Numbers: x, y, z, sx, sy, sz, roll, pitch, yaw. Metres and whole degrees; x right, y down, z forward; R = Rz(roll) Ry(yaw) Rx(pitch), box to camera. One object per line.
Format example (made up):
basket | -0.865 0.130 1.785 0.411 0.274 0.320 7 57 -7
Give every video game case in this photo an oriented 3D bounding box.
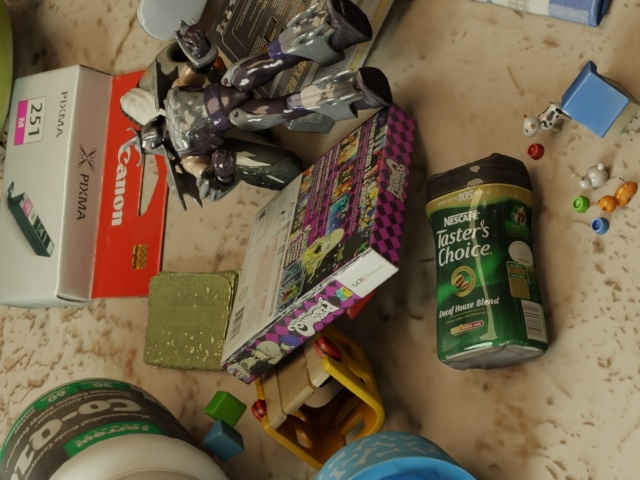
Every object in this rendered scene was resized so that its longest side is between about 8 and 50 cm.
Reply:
video game case | 0.000 0.000 1.731 0.210 0.042 0.232 -39 24 31

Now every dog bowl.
dog bowl | 0.031 0.296 1.621 0.297 0.166 0.074 -59 24 17

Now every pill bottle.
pill bottle | -0.186 0.263 1.719 0.361 0.204 0.204 -154 81 -71

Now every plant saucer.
plant saucer | -0.414 -0.204 2.224 0.241 0.037 0.241 -178 90 -66

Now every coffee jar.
coffee jar | 0.146 0.018 1.630 0.096 0.079 0.184 -20 66 40

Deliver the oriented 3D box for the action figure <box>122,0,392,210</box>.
action figure | -0.078 -0.140 1.773 0.285 0.099 0.185 -21 79 25

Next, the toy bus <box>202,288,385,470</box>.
toy bus | -0.001 0.131 1.726 0.191 0.104 0.202 -21 35 54

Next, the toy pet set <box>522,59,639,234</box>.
toy pet set | 0.225 -0.089 1.588 0.114 0.065 0.122 -54 49 20

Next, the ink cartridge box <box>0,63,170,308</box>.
ink cartridge box | -0.271 -0.064 2.080 0.239 0.060 0.275 -6 75 45

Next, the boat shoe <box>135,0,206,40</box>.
boat shoe | -0.136 -0.344 1.992 0.258 0.095 0.084 -59 25 5

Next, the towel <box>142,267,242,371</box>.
towel | -0.132 0.085 1.925 0.148 0.027 0.110 -4 78 43

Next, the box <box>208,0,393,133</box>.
box | -0.010 -0.253 1.845 0.183 0.056 0.231 50 124 40

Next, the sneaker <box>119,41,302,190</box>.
sneaker | -0.110 -0.133 1.911 0.271 0.100 0.108 34 97 43

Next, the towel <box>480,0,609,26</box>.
towel | 0.183 -0.324 1.713 0.285 0.034 0.209 24 97 45
